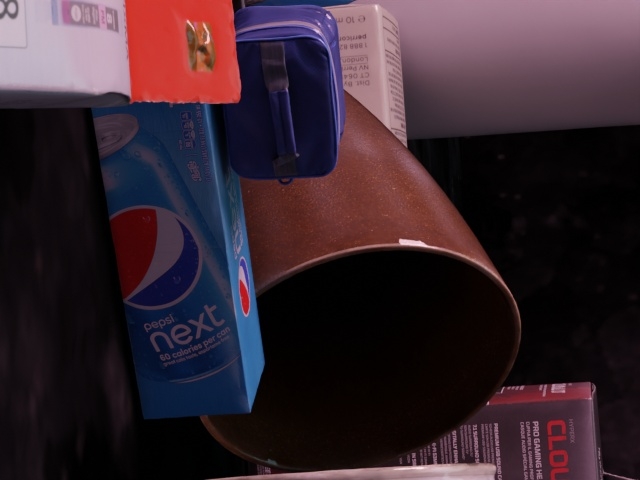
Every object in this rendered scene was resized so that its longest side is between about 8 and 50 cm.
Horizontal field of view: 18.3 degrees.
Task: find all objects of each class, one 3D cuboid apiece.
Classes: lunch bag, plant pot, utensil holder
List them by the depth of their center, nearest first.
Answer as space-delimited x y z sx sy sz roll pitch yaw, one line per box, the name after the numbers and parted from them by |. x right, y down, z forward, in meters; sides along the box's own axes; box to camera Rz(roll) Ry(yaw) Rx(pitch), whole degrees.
-0.022 -0.078 1.120 0.065 0.067 0.098 -77 162 -65 | lunch bag
0.000 0.000 1.347 0.215 0.215 0.230 77 -3 -47 | plant pot
0.143 -0.247 1.736 0.327 0.385 0.327 -5 90 -83 | utensil holder

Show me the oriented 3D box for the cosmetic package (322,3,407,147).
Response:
0.003 -0.026 1.546 0.153 0.129 0.296 3 83 -83 | cosmetic package

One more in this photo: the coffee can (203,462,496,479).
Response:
0.019 0.282 1.233 0.201 0.201 0.275 39 47 -79 | coffee can

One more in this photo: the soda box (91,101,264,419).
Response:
-0.081 -0.006 1.149 0.071 0.067 0.210 -74 158 -68 | soda box

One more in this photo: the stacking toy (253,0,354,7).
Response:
-0.020 -0.340 1.562 0.175 0.166 0.302 42 30 -55 | stacking toy

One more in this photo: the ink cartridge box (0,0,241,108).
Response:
-0.096 -0.151 0.822 0.232 0.066 0.189 -5 90 -49 | ink cartridge box

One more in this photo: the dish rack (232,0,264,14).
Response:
-0.077 -0.233 1.285 0.271 0.074 0.208 -46 132 -80 | dish rack

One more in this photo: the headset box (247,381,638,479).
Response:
0.101 0.225 1.514 0.110 0.293 0.218 -19 105 -82 | headset box
